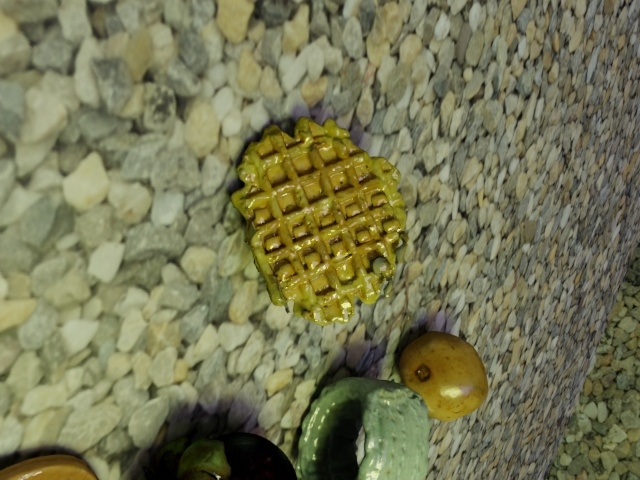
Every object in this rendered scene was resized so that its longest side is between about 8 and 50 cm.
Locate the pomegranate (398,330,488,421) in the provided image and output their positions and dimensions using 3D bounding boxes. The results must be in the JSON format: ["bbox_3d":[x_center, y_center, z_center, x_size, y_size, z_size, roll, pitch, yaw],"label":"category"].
[{"bbox_3d":[0.262,0.288,0.980,0.196,0.196,0.196,-15,113,-38],"label":"pomegranate"}]

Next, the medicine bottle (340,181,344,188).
[{"bbox_3d":[0.000,0.000,0.714,0.083,0.083,0.203,35,78,-43],"label":"medicine bottle"}]

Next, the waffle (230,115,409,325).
[{"bbox_3d":[-0.001,-0.031,0.645,0.262,0.060,0.281,25,78,-7],"label":"waffle"}]

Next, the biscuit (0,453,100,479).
[{"bbox_3d":[-0.372,0.390,0.537,0.202,0.044,0.289,19,93,-48],"label":"biscuit"}]

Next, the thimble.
[{"bbox_3d":[0.073,0.356,0.814,0.171,0.205,0.250,23,105,-38],"label":"thimble"}]

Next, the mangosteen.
[{"bbox_3d":[-0.138,0.379,0.638,0.242,0.242,0.243,-15,113,-38],"label":"mangosteen"}]
